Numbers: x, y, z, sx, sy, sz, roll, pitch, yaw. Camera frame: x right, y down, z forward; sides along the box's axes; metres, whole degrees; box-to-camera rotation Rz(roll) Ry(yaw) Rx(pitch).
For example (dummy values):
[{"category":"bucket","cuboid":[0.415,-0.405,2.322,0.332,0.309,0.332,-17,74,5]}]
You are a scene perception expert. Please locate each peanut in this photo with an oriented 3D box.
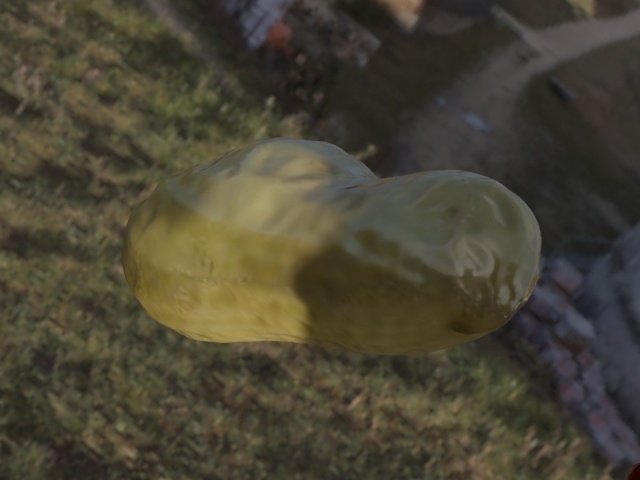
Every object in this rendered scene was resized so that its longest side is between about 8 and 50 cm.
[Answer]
[{"category":"peanut","cuboid":[0.000,0.000,0.919,0.319,0.147,0.147,0,1,35]}]

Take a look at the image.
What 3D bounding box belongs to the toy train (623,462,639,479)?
[{"category":"toy train","cuboid":[0.326,0.216,0.697,0.409,0.086,0.089,40,63,-12]}]
